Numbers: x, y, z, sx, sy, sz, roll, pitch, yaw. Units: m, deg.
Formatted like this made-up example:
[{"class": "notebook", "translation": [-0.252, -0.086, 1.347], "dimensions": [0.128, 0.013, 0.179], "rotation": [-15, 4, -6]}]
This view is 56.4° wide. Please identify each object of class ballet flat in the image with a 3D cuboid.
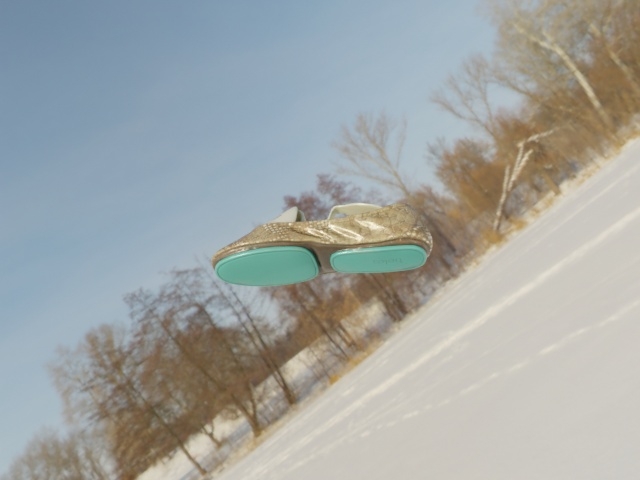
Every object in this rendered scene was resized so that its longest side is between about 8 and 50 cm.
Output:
[{"class": "ballet flat", "translation": [0.000, 0.000, 0.568], "dimensions": [0.206, 0.067, 0.073], "rotation": [-4, -35, 3]}]
